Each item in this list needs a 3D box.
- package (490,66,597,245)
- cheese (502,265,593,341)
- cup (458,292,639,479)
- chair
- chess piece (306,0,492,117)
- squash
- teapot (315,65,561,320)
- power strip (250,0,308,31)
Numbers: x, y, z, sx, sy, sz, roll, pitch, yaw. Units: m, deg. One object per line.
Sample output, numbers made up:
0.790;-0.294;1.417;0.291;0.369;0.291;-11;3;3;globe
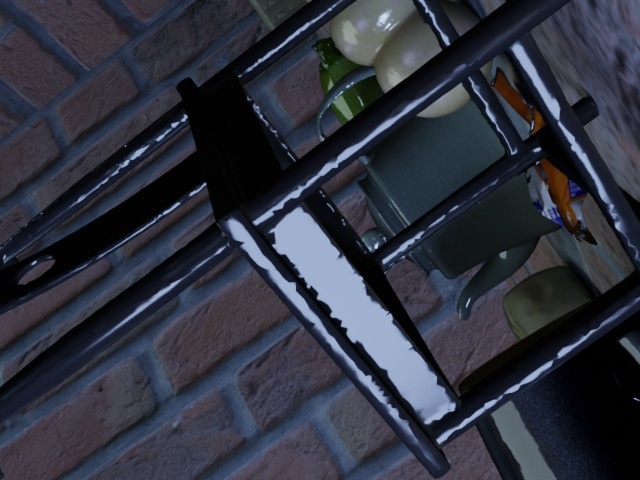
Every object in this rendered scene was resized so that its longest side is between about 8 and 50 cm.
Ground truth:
0.129;-0.048;0.576;0.077;0.033;0.111;-5;-109;-57;package
0.275;0.141;1.003;0.263;0.093;0.159;54;-176;-7;cheese
0.215;0.120;0.635;0.166;0.239;0.177;-24;-99;-42;cup
0.000;0.000;0.390;0.141;0.260;0.154;51;-174;-27;chair
0.032;-0.146;0.590;0.170;0.094;0.094;46;-176;10;chess piece
0.114;-0.152;1.589;0.395;0.107;0.107;54;-175;-20;squash
0.089;-0.043;0.846;0.239;0.149;0.162;51;-173;-23;teapot
-0.047;-0.333;1.301;0.070;0.105;0.256;53;-175;7;power strip
